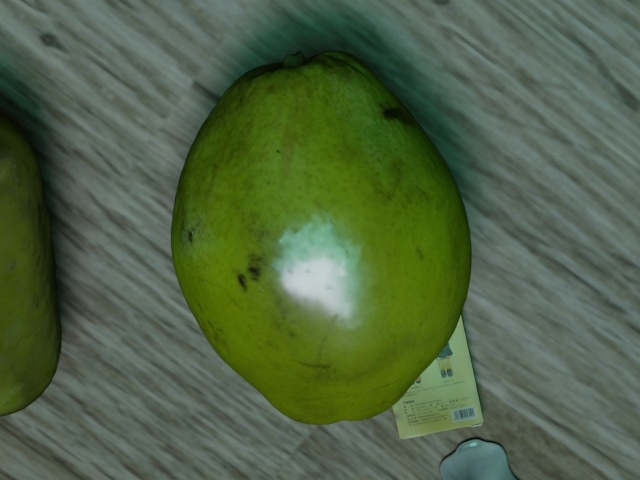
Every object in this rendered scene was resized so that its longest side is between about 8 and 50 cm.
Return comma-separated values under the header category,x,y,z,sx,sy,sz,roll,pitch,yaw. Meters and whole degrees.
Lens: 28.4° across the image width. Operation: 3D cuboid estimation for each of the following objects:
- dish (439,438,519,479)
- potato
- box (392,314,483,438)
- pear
category,x,y,z,sx,sy,sz,roll,pitch,yaw
dish,0.144,0.235,1.059,0.091,0.039,0.137,-19,108,7
potato,-0.266,0.015,0.923,0.148,0.197,0.228,5,141,4
box,0.084,0.087,1.024,0.073,0.020,0.149,-11,107,6
pear,0.000,0.000,0.902,0.212,0.212,0.269,-7,107,3
